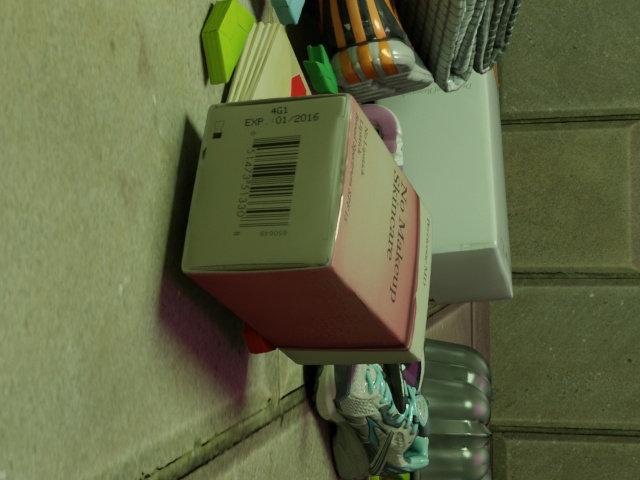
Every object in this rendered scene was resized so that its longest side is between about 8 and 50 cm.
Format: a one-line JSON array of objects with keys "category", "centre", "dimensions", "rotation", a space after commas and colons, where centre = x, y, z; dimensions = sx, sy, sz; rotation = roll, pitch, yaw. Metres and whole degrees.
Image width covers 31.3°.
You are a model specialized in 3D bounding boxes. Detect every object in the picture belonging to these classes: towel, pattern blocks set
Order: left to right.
[{"category": "pattern blocks set", "centre": [-0.047, -0.092, 1.048], "dimensions": [0.325, 0.026, 0.285], "rotation": [-68, 148, -45]}, {"category": "towel", "centre": [0.132, -0.334, 1.340], "dimensions": [0.235, 0.121, 0.284], "rotation": [55, -11, 16]}]

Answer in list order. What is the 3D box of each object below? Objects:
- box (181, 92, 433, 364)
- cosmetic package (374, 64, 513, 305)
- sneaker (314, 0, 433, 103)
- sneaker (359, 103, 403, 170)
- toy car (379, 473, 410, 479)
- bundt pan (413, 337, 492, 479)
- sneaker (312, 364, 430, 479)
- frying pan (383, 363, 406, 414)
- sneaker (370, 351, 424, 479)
[{"category": "box", "centre": [0.000, 0.000, 0.949], "dimensions": [0.232, 0.127, 0.148], "rotation": [47, 45, -58]}, {"category": "cosmetic package", "centre": [0.173, -0.156, 1.636], "dimensions": [0.230, 0.161, 0.453], "rotation": [54, 33, -65]}, {"category": "sneaker", "centre": [0.054, -0.260, 1.316], "dimensions": [0.321, 0.124, 0.180], "rotation": [36, 42, -87]}, {"category": "sneaker", "centre": [0.071, -0.050, 1.448], "dimensions": [0.104, 0.095, 0.236], "rotation": [21, 68, -83]}, {"category": "toy car", "centre": [0.157, 0.395, 1.557], "dimensions": [0.155, 0.188, 0.149], "rotation": [-63, 149, -61]}, {"category": "bundt pan", "centre": [0.223, 0.324, 1.899], "dimensions": [0.331, 0.124, 0.331], "rotation": [1, 90, -83]}, {"category": "sneaker", "centre": [0.068, 0.183, 1.344], "dimensions": [0.283, 0.122, 0.110], "rotation": [72, 22, -49]}, {"category": "frying pan", "centre": [0.044, 0.030, 1.293], "dimensions": [0.197, 0.053, 0.326], "rotation": [131, -45, -82]}, {"category": "sneaker", "centre": [0.090, 0.204, 1.513], "dimensions": [0.097, 0.084, 0.235], "rotation": [20, 70, -74]}]
